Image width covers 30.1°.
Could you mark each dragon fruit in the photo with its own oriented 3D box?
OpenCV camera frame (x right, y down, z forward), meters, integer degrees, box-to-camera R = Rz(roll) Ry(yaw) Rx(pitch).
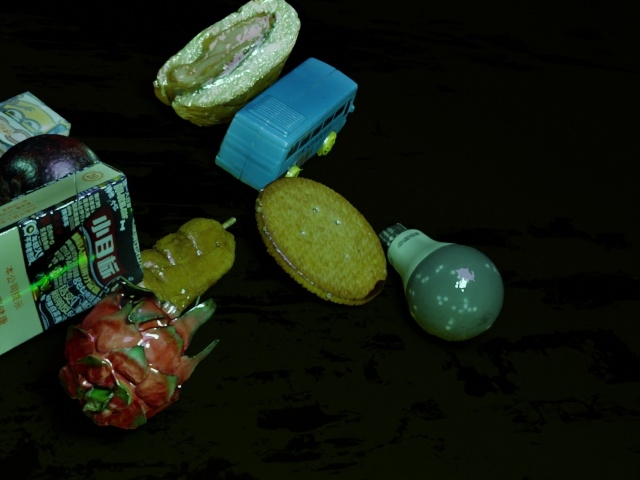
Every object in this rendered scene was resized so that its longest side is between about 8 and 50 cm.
[{"bbox_3d":[-0.278,0.167,1.788,0.192,0.193,0.274,43,47,-4],"label":"dragon fruit"}]

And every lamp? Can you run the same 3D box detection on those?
[{"bbox_3d":[0.204,0.070,2.264,0.314,0.182,0.182,30,32,34],"label":"lamp"}]

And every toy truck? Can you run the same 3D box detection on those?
[{"bbox_3d":[-0.059,-0.238,2.450,0.161,0.162,0.385,33,36,9],"label":"toy truck"}]

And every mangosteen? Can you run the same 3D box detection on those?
[{"bbox_3d":[-0.437,-0.072,1.964,0.216,0.216,0.216,17,37,-14],"label":"mangosteen"}]

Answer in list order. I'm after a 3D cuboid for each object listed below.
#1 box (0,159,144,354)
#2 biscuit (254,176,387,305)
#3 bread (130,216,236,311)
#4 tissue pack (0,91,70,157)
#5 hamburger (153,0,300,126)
[{"bbox_3d":[-0.426,0.030,1.799,0.310,0.198,0.084,-29,40,-33],"label":"box"},{"bbox_3d":[0.000,0.000,2.269,0.305,0.038,0.305,26,38,-23],"label":"biscuit"},{"bbox_3d":[-0.238,0.041,2.064,0.124,0.084,0.344,52,37,-4],"label":"bread"},{"bbox_3d":[-0.550,-0.201,2.171,0.115,0.065,0.155,36,36,13],"label":"tissue pack"},{"bbox_3d":[-0.184,-0.352,2.485,0.330,0.209,0.162,-42,81,-15],"label":"hamburger"}]
